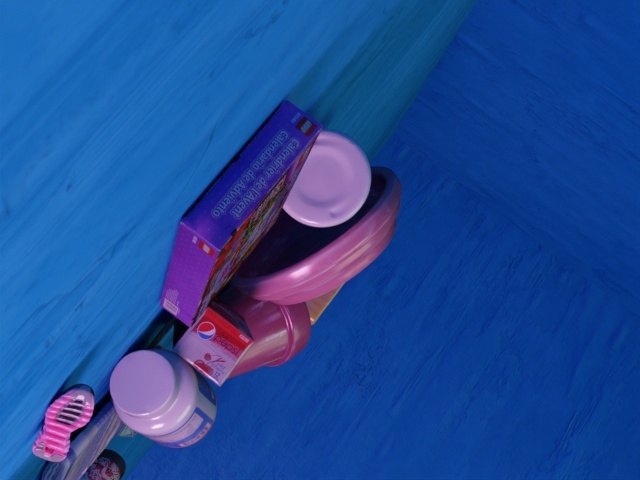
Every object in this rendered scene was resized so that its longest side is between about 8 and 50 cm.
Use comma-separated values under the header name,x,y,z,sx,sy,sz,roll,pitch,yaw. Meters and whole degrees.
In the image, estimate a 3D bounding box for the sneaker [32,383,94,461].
name,x,y,z,sx,sy,sz,roll,pitch,yaw
sneaker,-0.286,0.194,1.059,0.119,0.047,0.057,-52,-162,30

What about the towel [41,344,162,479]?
name,x,y,z,sx,sy,sz,roll,pitch,yaw
towel,-0.352,0.302,1.457,0.209,0.034,0.285,-57,178,37

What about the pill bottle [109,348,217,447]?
name,x,y,z,sx,sy,sz,roll,pitch,yaw
pill bottle,-0.231,0.227,1.374,0.124,0.124,0.221,-53,163,-14

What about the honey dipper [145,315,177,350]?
name,x,y,z,sx,sy,sz,roll,pitch,yaw
honey dipper,-0.226,0.125,1.399,0.161,0.030,0.030,-49,179,14

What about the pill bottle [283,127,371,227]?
name,x,y,z,sx,sy,sz,roll,pitch,yaw
pill bottle,0.004,-0.088,1.399,0.136,0.136,0.245,-53,180,1

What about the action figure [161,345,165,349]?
name,x,y,z,sx,sy,sz,roll,pitch,yaw
action figure,-0.286,0.278,1.688,0.063,0.137,0.232,-25,173,-29

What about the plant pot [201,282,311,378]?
name,x,y,z,sx,sy,sz,roll,pitch,yaw
plant pot,-0.148,0.163,1.742,0.180,0.201,0.201,-30,163,-43

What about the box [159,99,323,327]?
name,x,y,z,sx,sy,sz,roll,pitch,yaw
box,-0.105,-0.022,1.156,0.201,0.057,0.293,-53,178,-25

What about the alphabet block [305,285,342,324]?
name,x,y,z,sx,sy,sz,roll,pitch,yaw
alphabet block,-0.036,0.056,2.150,0.193,0.197,0.192,-53,179,2

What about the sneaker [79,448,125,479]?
name,x,y,z,sx,sy,sz,roll,pitch,yaw
sneaker,-0.470,0.524,1.775,0.270,0.090,0.145,-58,175,24

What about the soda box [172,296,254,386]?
name,x,y,z,sx,sy,sz,roll,pitch,yaw
soda box,-0.166,0.141,1.441,0.083,0.092,0.263,-52,-171,-2

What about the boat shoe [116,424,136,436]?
name,x,y,z,sx,sy,sz,roll,pitch,yaw
boat shoe,-0.391,0.384,1.923,0.035,0.035,0.100,-53,178,2

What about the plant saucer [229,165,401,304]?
name,x,y,z,sx,sy,sz,roll,pitch,yaw
plant saucer,0.000,0.000,1.587,0.332,0.084,0.332,-30,-161,11
